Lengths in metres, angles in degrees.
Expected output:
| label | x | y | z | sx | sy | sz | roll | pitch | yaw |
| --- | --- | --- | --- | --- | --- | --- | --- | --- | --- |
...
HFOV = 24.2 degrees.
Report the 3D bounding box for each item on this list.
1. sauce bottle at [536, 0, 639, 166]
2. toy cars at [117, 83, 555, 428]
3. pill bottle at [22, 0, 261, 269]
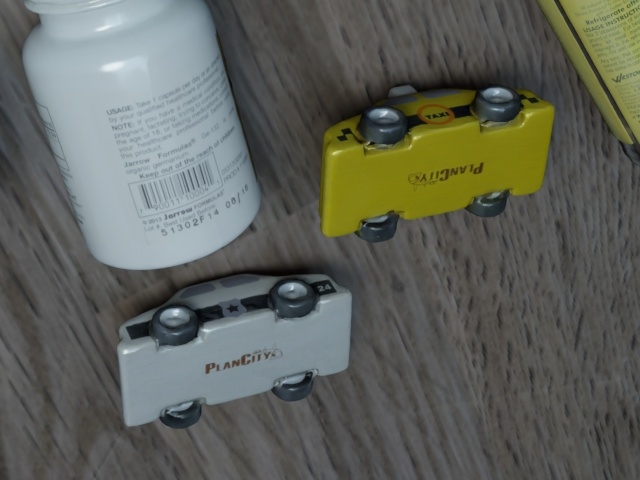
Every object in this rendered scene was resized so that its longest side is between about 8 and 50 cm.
| label | x | y | z | sx | sy | sz | roll | pitch | yaw |
| --- | --- | --- | --- | --- | --- | --- | --- | --- | --- |
| sauce bottle | 0.207 | -0.205 | 1.101 | 0.111 | 0.111 | 0.344 | -37 | 123 | -1 |
| toy cars | 0.000 | 0.000 | 1.137 | 0.393 | 0.087 | 0.176 | -43 | 133 | 8 |
| pill bottle | -0.128 | -0.107 | 1.008 | 0.131 | 0.131 | 0.229 | -21 | 120 | -11 |
